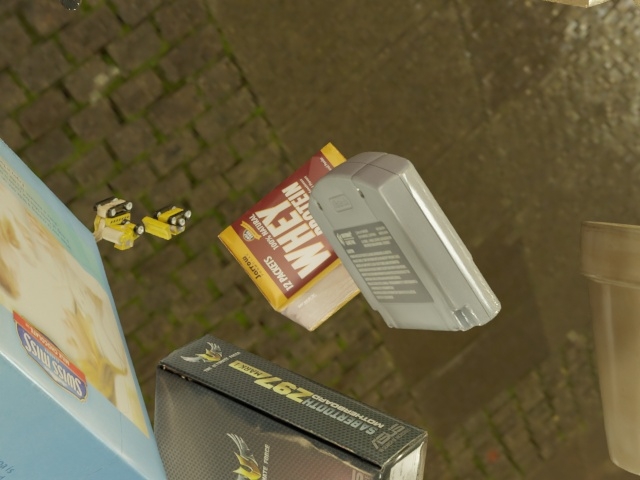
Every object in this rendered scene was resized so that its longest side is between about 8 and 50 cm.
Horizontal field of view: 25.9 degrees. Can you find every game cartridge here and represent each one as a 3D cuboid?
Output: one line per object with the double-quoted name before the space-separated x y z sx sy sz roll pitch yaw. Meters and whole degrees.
"game cartridge" 0.075 0.002 1.462 0.062 0.198 0.297 -30 -175 -13

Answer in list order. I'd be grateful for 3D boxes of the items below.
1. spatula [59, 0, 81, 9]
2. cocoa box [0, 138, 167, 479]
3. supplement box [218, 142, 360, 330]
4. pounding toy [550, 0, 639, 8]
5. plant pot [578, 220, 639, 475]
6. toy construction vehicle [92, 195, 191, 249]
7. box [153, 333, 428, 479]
"spatula" -0.278 -0.378 1.392 0.084 0.030 0.296 -23 109 -41
"cocoa box" -0.273 0.034 0.731 0.228 0.231 0.347 -30 139 6
"supplement box" 0.000 0.000 1.839 0.191 0.129 0.194 -40 163 3
"pounding toy" 0.337 -0.355 1.766 0.100 0.141 0.130 -24 122 -42
"plant pot" 0.446 0.131 1.606 0.323 0.323 0.280 2 96 -48
"toy construction vehicle" -0.190 -0.012 1.376 0.098 0.086 0.035 -29 128 -51
"box" -0.030 0.201 0.940 0.059 0.183 0.232 -27 131 -49
